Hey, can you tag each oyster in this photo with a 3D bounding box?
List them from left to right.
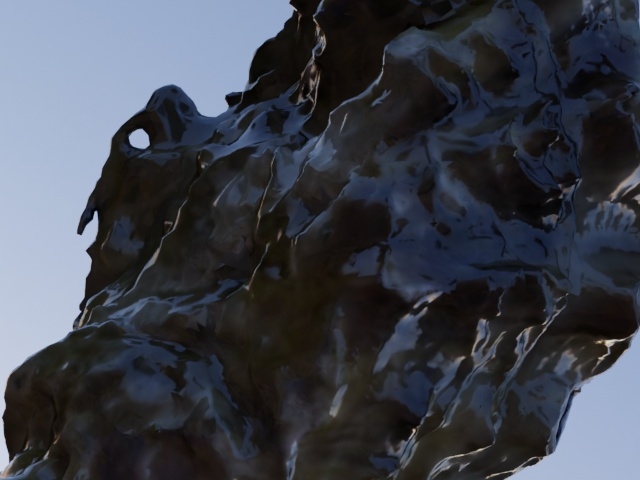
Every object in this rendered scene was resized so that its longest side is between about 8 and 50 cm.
[{"bbox_3d":[0.000,-0.001,0.714,0.238,0.351,0.115,44,-6,20],"label":"oyster"}]
